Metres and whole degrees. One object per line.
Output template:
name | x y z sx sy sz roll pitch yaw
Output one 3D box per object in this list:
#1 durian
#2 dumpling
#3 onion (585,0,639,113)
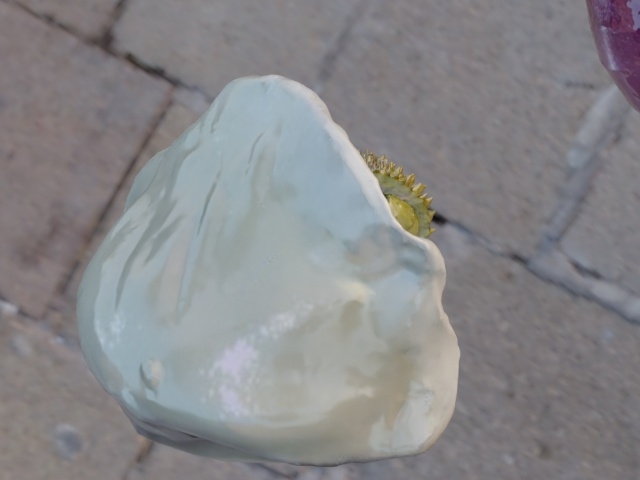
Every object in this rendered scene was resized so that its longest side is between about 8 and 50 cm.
durian | 0.000 0.000 1.601 0.208 0.146 0.102 -38 45 18
dumpling | -0.055 0.015 1.241 0.318 0.187 0.242 27 124 39
onion | 0.396 -0.223 1.653 0.358 0.358 0.345 -22 22 26
